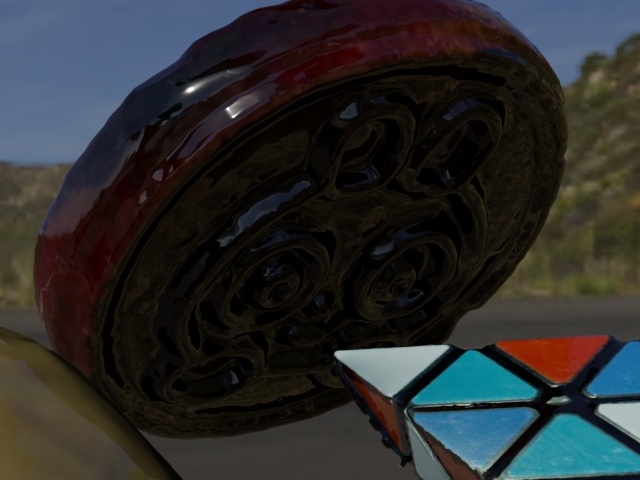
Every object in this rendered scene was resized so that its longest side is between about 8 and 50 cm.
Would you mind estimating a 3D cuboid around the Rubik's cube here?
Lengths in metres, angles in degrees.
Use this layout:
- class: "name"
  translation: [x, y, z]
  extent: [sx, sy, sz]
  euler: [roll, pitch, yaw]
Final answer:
- class: "Rubik's cube"
  translation: [0.176, 0.185, 0.833]
  extent: [0.250, 0.234, 0.284]
  euler: [-18, 23, -27]

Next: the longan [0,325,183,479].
- class: "longan"
  translation: [-0.217, 0.202, 0.568]
  extent: [0.391, 0.391, 0.391]
  euler: [1, -3, 0]

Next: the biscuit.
- class: "biscuit"
  translation: [0.000, 0.000, 0.987]
  extent: [0.407, 0.091, 0.407]
  euler: [-20, -37, -16]
